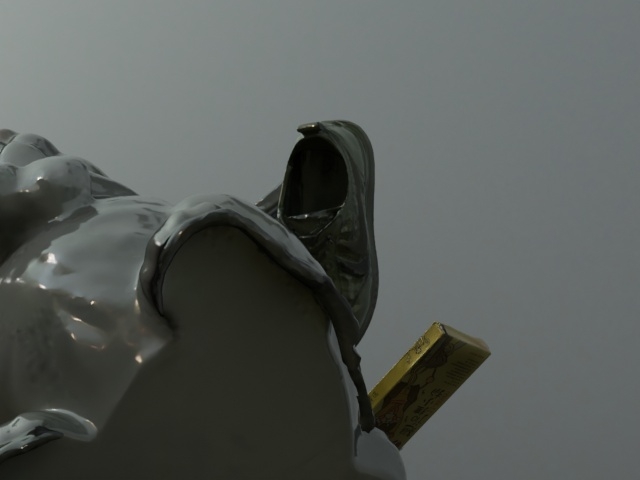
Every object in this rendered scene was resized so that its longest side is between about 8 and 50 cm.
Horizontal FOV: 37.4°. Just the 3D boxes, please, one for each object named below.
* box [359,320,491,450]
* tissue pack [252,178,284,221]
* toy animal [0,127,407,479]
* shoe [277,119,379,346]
[{"bbox_3d":[0.086,0.140,0.874,0.073,0.149,0.020,24,24,-39],"label":"box"},{"bbox_3d":[-0.059,-0.044,1.272,0.026,0.193,0.122,55,15,13],"label":"tissue pack"},{"bbox_3d":[-0.117,0.051,0.553,0.258,0.194,0.357,54,-14,-26],"label":"toy animal"},{"bbox_3d":[0.000,0.000,1.026,0.103,0.275,0.098,-2,-3,21],"label":"shoe"}]
